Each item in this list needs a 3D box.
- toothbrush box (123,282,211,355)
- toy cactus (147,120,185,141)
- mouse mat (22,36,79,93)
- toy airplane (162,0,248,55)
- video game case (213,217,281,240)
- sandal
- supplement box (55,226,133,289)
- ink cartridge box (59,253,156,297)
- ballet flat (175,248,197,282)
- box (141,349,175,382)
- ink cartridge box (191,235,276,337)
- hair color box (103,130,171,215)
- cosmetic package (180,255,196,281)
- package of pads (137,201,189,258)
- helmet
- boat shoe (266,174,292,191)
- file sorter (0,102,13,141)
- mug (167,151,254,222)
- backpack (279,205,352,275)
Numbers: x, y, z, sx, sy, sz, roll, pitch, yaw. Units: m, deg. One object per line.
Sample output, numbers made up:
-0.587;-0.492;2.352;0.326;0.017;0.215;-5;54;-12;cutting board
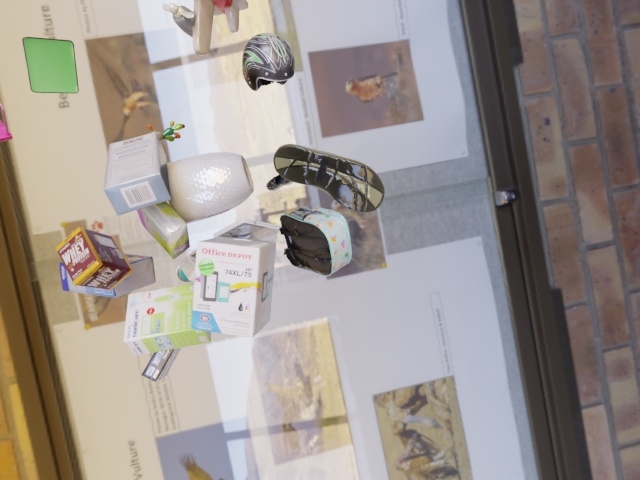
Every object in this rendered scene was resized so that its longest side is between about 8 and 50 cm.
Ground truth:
-0.565;0.291;1.614;0.122;0.283;0.206;86;172;-50;toothbrush box
-0.739;-0.487;1.977;0.180;0.219;0.112;-105;-1;-71;toy cactus
-0.946;-0.612;1.516;0.007;0.153;0.189;50;138;39;mouse mat
-0.377;-0.825;1.341;0.386;0.272;0.384;-93;3;-50;toy airplane
-0.270;-0.032;1.586;0.190;0.173;0.022;-21;68;41;video game case
0.028;-0.175;1.114;0.086;0.303;0.120;-67;2;-70;sandal
-0.889;0.075;1.703;0.191;0.129;0.194;52;-175;19;supplement box
-1.061;0.157;2.105;0.270;0.396;0.151;-26;-64;-66;ink cartridge box
-0.526;0.063;2.054;0.139;0.400;0.139;35;146;27;ballet flat
-0.693;0.502;1.960;0.242;0.076;0.307;-63;6;-17;box
-0.265;0.133;1.345;0.197;0.198;0.270;-30;-55;-80;ink cartridge box
-0.658;-0.254;1.554;0.374;0.185;0.113;-120;15;-49;hair color box
-0.492;0.110;1.655;0.041;0.060;0.115;32;-177;-41;cosmetic package
-0.644;-0.061;1.766;0.229;0.101;0.296;46;156;6;package of pads
-0.160;-0.554;1.334;0.161;0.169;0.169;-25;76;59;helmet
-0.147;-0.204;1.473;0.142;0.040;0.049;-12;74;47;boat shoe
-1.397;-0.479;1.640;0.202;0.291;0.182;47;139;11;file sorter
-0.472;-0.254;1.921;0.374;0.328;0.276;-97;-10;-80;mug
0.000;0.000;1.125;0.188;0.144;0.165;23;127;50;backpack
